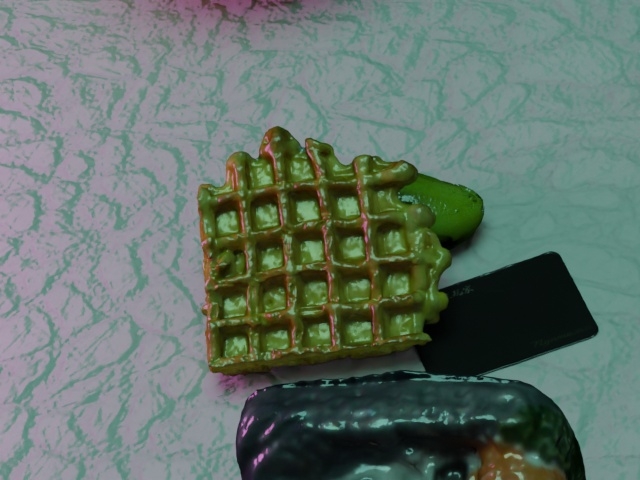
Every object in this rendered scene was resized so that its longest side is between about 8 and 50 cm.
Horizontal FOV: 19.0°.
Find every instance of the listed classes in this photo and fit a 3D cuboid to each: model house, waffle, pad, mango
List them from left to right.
[{"bbox_3d":[0.000,0.000,1.716,0.229,0.057,0.219,-9,76,6],"label":"waffle"},{"bbox_3d":[0.069,-0.031,1.778,0.165,0.074,0.091,-3,47,13],"label":"mango"},{"bbox_3d":[0.056,0.272,1.422,0.271,0.190,0.301,0,49,12],"label":"model house"},{"bbox_3d":[0.158,0.070,1.712,0.157,0.003,0.112,-19,46,-3],"label":"pad"}]
